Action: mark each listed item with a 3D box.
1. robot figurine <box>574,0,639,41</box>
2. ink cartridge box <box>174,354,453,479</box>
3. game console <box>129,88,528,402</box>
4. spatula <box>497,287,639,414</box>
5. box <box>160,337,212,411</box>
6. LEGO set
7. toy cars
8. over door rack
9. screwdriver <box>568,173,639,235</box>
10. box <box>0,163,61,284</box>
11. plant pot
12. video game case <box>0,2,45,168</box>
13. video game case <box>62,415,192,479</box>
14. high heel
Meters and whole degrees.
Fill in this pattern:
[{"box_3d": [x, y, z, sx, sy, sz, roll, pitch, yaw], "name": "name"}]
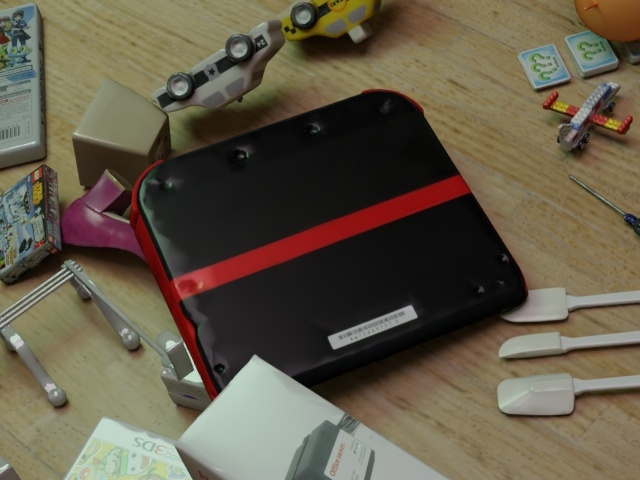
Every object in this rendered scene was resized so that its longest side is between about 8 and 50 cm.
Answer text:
[{"box_3d": [0.397, -0.339, 1.794, 0.128, 0.158, 0.219, -19, 30, 33], "name": "robot figurine"}, {"box_3d": [0.031, 0.279, 1.337, 0.307, 0.223, 0.129, 29, 64, 31], "name": "ink cartridge box"}, {"box_3d": [0.000, 0.000, 1.617, 0.387, 0.060, 0.342, -21, 62, -14], "name": "game console"}, {"box_3d": [0.314, 0.115, 1.538, 0.242, 0.019, 0.168, -5, 46, 9], "name": "spatula"}, {"box_3d": [-0.086, 0.054, 1.650, 0.067, 0.063, 0.324, 11, 55, 21], "name": "box"}, {"box_3d": [0.365, -0.198, 1.747, 0.183, 0.060, 0.244, -15, 47, 1], "name": "LEGO set"}, {"box_3d": [-0.040, -0.259, 1.847, 0.394, 0.176, 0.087, -34, 95, -24], "name": "toy cars"}, {"box_3d": [-0.302, 0.162, 1.568, 0.239, 0.108, 0.324, -37, 32, -17], "name": "over door rack"}, {"box_3d": [0.353, -0.035, 1.651, 0.024, 0.025, 0.170, -36, 44, -15], "name": "screwdriver"}, {"box_3d": [-0.375, -0.021, 1.779, 0.094, 0.027, 0.137, -32, 46, 23], "name": "box"}, {"box_3d": [-0.253, -0.130, 1.817, 0.096, 0.109, 0.109, 16, 56, 8], "name": "plant pot"}, {"box_3d": [-0.554, -0.194, 1.980, 0.329, 0.036, 0.299, -14, 50, 3], "name": "video game case"}, {"box_3d": [-0.204, 0.312, 1.495, 0.206, 0.026, 0.227, 15, 57, 24], "name": "video game case"}, {"box_3d": [-0.231, 0.024, 1.717, 0.244, 0.082, 0.117, 44, 100, 23], "name": "high heel"}]
